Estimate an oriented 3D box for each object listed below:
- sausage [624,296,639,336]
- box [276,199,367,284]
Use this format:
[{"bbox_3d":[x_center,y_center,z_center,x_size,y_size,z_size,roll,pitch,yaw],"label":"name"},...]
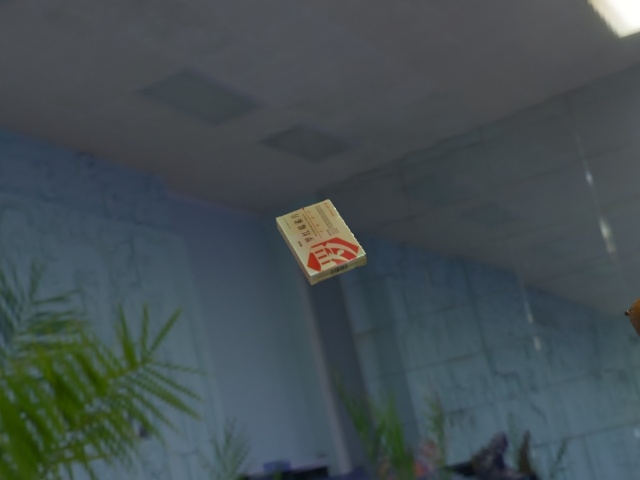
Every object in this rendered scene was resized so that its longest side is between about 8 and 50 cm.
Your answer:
[{"bbox_3d":[0.365,0.070,1.161,0.183,0.062,0.054,2,-19,37],"label":"sausage"},{"bbox_3d":[0.000,0.000,1.203,0.058,0.093,0.015,-21,-47,-11],"label":"box"}]
